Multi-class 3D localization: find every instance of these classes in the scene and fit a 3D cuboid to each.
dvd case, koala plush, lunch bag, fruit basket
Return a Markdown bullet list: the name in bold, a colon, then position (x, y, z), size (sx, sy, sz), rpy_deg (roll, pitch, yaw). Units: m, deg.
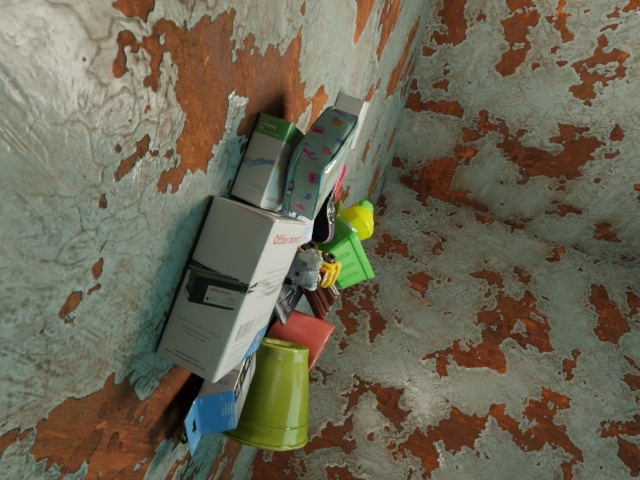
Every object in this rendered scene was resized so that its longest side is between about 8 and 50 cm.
- **dvd case**: position (-0.140, 0.239, 1.847), size (0.221, 0.018, 0.165), rpy_deg (-57, 141, -39)
- **koala plush**: position (-0.098, 0.071, 1.353), size (0.196, 0.221, 0.203), rpy_deg (101, 16, -44)
- **lunch bag**: position (-0.003, -0.198, 1.103), size (0.279, 0.107, 0.224), rpy_deg (-60, 175, -37)
- **fruit basket**: position (0.145, -0.014, 1.938), size (0.392, 0.283, 0.392), rpy_deg (-22, 135, -23)

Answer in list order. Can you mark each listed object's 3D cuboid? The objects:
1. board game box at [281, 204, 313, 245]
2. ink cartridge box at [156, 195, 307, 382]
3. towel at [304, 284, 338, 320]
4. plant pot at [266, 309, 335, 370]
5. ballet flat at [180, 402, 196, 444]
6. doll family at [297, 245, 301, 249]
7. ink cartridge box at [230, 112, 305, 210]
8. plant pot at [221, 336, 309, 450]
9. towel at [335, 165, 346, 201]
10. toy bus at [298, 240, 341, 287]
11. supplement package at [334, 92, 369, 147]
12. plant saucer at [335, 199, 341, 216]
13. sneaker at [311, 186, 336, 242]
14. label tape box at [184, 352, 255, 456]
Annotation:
- **board game box**: position (-0.080, -0.074, 1.488), size (0.160, 0.039, 0.212), rpy_deg (-28, 137, -48)
- **ink cartridge box**: position (-0.205, 0.105, 1.059), size (0.285, 0.166, 0.395), rpy_deg (-4, 117, -78)
- **towel**: position (-0.021, 0.220, 1.927), size (0.037, 0.237, 0.329), rpy_deg (-23, 157, -24)
- **plant pot**: position (-0.102, 0.453, 1.950), size (0.275, 0.243, 0.275), rpy_deg (-57, 170, -16)
- **ballet flat**: position (-0.408, 0.579, 1.313), size (0.052, 0.057, 0.168), rpy_deg (-35, 146, -53)
- **doll family**: position (-0.070, -0.038, 1.676), size (0.193, 0.076, 0.111), rpy_deg (-38, 153, -59)
- **ink cartridge box**: position (-0.126, -0.190, 1.061), size (0.154, 0.093, 0.212), rpy_deg (1, 110, -78)
- **plant pot**: position (-0.194, 0.585, 1.690), size (0.366, 0.366, 0.353), rpy_deg (48, 53, -78)
- **towel**: position (0.034, -0.242, 1.777), size (0.275, 0.031, 0.199), rpy_deg (-13, 122, -68)
- **toy bus**: position (-0.057, 0.118, 1.678), size (0.211, 0.220, 0.149), rpy_deg (-38, 153, -57)
- **supplement package**: position (0.100, -0.449, 1.588), size (0.105, 0.105, 0.179), rpy_deg (-34, 145, -70)
- **plant saucer**: position (0.071, -0.098, 2.211), size (0.188, 0.045, 0.188), rpy_deg (78, 24, -69)
- **sneaker**: position (0.012, -0.130, 1.656), size (0.124, 0.107, 0.283), rpy_deg (4, 91, -71)
- **label tape box**: position (-0.295, 0.469, 1.308), size (0.334, 0.105, 0.241), rpy_deg (-75, 175, -49)
